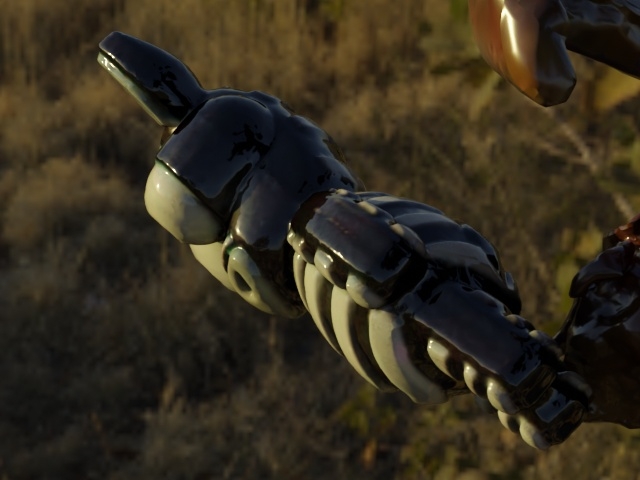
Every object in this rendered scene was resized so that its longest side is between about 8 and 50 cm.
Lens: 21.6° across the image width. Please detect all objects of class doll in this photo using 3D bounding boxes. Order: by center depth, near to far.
[{"bbox_3d":[0.000,0.000,0.568,0.219,0.067,0.091,38,-3,38],"label":"doll"}]

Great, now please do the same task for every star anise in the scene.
[{"bbox_3d":[0.148,-0.017,0.502,0.237,0.148,0.346,-20,-22,38],"label":"star anise"}]
